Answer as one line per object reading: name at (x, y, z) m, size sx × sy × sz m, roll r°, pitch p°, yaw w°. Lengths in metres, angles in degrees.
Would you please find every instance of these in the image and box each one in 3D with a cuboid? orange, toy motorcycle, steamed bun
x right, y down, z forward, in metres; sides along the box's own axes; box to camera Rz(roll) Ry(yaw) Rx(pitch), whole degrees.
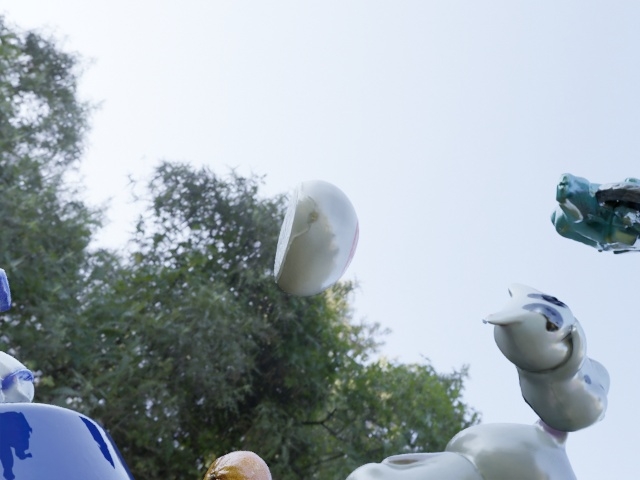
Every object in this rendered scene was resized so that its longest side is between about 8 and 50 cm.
orange at (-0.149, 0.433, 1.189) m, size 0.136 × 0.135 × 0.117 m, roll -12°, pitch -61°, yaw 39°
toy motorcycle at (0.422, -0.038, 0.970) m, size 0.198 × 0.296 × 0.109 m, roll 9°, pitch -98°, yaw 34°
steamed bun at (0.000, 0.000, 1.323) m, size 0.145 × 0.231 × 0.231 m, roll 13°, pitch -49°, yaw -9°

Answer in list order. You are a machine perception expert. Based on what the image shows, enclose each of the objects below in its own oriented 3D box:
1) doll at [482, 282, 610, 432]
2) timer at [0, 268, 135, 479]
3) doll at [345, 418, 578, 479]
doll at (0.282, 0.144, 0.828) m, size 0.107 × 0.110 × 0.180 m, roll -18°, pitch -75°, yaw 35°
timer at (-0.296, 0.143, 0.509) m, size 0.383 × 0.271 × 0.270 m, roll 56°, pitch -39°, yaw 33°
doll at (0.189, 0.387, 0.952) m, size 0.214 × 0.371 × 0.226 m, roll 70°, pitch -23°, yaw 12°
